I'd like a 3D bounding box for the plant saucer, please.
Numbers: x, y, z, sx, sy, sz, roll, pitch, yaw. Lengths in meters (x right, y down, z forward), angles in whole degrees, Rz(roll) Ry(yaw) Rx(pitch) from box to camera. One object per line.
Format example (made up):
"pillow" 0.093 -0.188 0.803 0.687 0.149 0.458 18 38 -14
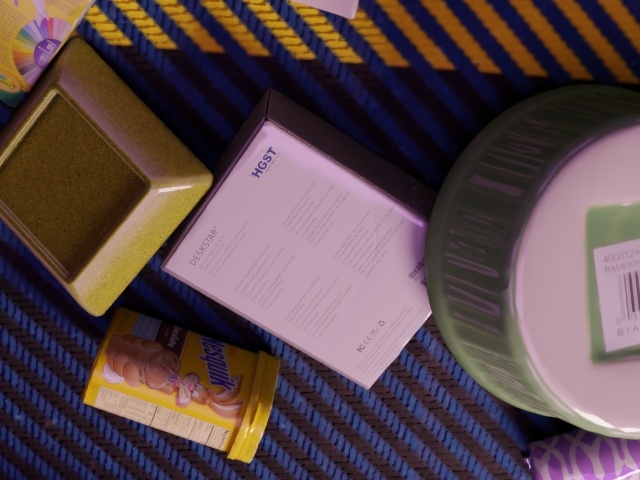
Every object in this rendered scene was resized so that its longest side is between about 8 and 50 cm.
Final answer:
"plant saucer" -0.220 -0.052 1.144 0.188 0.045 0.188 46 112 8

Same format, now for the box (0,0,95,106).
"box" -0.260 -0.212 1.110 0.105 0.043 0.179 35 110 -15

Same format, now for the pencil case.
"pencil case" 0.308 0.220 1.277 0.206 0.086 0.088 -18 107 11

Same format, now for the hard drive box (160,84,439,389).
"hard drive box" 0.000 0.000 1.178 0.232 0.089 0.181 32 113 -14

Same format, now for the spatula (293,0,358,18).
"spatula" -0.059 -0.299 1.074 0.242 0.019 0.168 18 121 -6

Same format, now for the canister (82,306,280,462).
"canister" -0.133 0.136 1.232 0.169 0.126 0.073 20 116 -6

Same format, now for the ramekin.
"ramekin" 0.254 0.021 1.085 0.303 0.148 0.303 -2 99 -15
